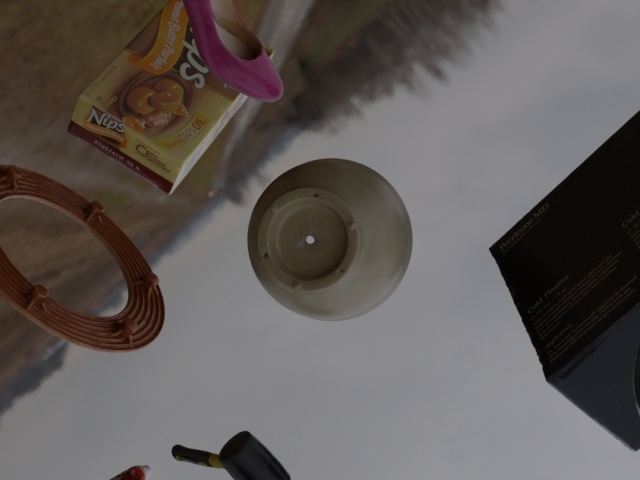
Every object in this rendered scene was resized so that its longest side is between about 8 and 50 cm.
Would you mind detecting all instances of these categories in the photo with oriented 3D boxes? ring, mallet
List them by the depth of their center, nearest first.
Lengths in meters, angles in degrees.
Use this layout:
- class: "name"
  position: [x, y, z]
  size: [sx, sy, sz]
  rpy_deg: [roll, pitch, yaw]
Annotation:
- class: "mallet"
  position: [-0.098, 0.194, 1.099]
  size: [0.039, 0.062, 0.189]
  rpy_deg: [-48, -155, -24]
- class: "ring"
  position: [-0.340, 0.014, 1.624]
  size: [0.032, 0.336, 0.336]
  rpy_deg: [-45, -176, 21]

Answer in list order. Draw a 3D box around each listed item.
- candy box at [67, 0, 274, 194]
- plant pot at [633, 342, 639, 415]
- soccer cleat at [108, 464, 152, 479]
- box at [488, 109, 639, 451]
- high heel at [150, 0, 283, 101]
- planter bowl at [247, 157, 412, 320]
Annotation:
- class: "candy box"
  position: [-0.222, -0.232, 1.850]
  size: [0.087, 0.183, 0.316]
  rpy_deg: [-56, -179, 46]
- class: "plant pot"
  position: [0.374, 0.122, 0.987]
  size: [0.290, 0.195, 0.290]
  rpy_deg: [-58, -163, 29]
- class: "soccer cleat"
  position: [-0.204, 0.250, 1.215]
  size: [0.083, 0.029, 0.035]
  rpy_deg: [-36, 171, 18]
- class: "box"
  position: [0.421, 0.024, 1.519]
  size: [0.343, 0.179, 0.312]
  rpy_deg: [-44, -154, 18]
- class: "high heel"
  position: [-0.101, -0.266, 1.397]
  size: [0.117, 0.244, 0.082]
  rpy_deg: [-28, -155, 32]
- class: "planter bowl"
  position: [0.000, 0.000, 1.150]
  size: [0.162, 0.162, 0.109]
  rpy_deg: [-42, 172, 10]
